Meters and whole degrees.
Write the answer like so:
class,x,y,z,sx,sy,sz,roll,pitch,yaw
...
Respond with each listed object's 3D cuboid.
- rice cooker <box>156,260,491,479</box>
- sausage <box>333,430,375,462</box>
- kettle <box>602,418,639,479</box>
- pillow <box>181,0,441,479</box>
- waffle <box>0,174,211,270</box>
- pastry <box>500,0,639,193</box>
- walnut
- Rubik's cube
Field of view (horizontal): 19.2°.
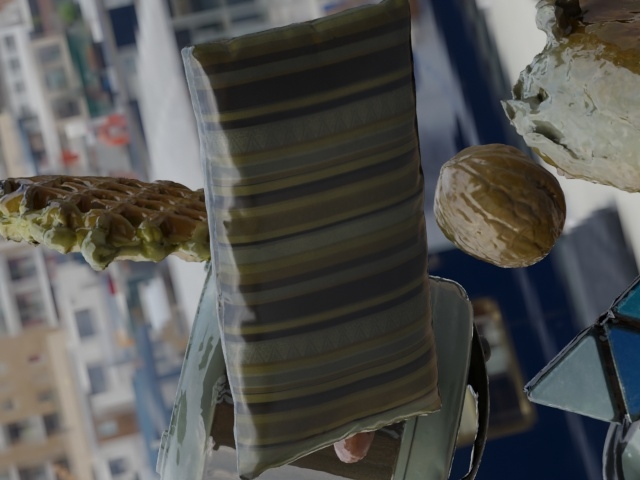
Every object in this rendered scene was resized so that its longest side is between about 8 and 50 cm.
class,x,y,z,sx,sy,sz,roll,pitch,yaw
rice cooker,0.013,0.175,1.978,0.335,0.325,0.335,-167,90,-90
sausage,0.016,0.099,1.619,0.043,0.043,0.186,95,164,-65
kettle,0.398,0.223,1.868,0.221,0.236,0.161,-60,-4,-24
pillow,0.000,0.000,0.835,0.038,0.113,0.203,29,129,55
waffle,-0.157,-0.015,1.623,0.243,0.238,0.058,19,106,50
pastry,0.250,-0.117,1.203,0.257,0.236,0.121,-51,-44,-56
walnut,0.153,-0.027,1.609,0.124,0.105,0.105,38,-171,-24
Rubik's cube,0.274,0.070,1.569,0.284,0.234,0.250,-126,27,-49
